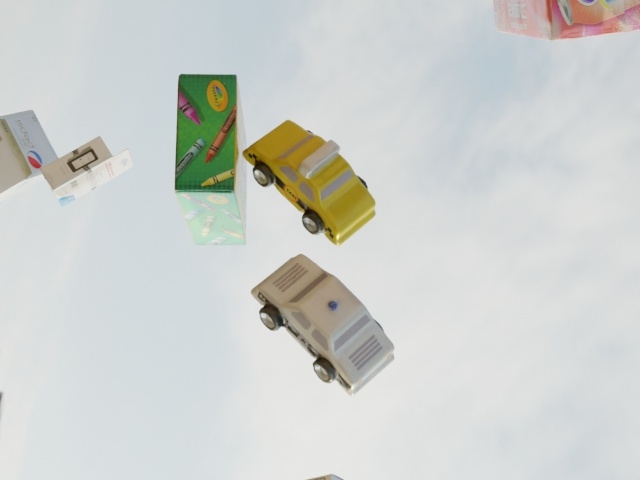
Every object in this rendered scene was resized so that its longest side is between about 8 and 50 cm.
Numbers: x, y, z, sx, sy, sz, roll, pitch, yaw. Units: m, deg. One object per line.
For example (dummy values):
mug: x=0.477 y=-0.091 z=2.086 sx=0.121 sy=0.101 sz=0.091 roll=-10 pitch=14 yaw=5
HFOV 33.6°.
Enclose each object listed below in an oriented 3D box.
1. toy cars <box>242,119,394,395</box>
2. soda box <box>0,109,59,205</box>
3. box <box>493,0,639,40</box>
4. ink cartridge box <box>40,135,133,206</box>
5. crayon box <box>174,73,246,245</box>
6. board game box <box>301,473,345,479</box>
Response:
toy cars: x=0.000 y=0.000 z=1.347 sx=0.087 sy=0.176 sz=0.393 roll=114 pitch=-26 yaw=-58
soda box: x=-0.385 y=-0.058 z=1.135 sx=0.216 sy=0.069 sz=0.074 roll=-26 pitch=-87 yaw=24
box: x=0.294 y=-0.320 z=1.233 sx=0.300 sy=0.142 sz=0.154 roll=-101 pitch=-176 yaw=-76
ink cartridge box: x=-0.229 y=-0.072 z=1.045 sx=0.028 sy=0.083 sz=0.048 roll=56 pitch=-13 yaw=13
crayon box: x=-0.149 y=-0.105 z=1.499 sx=0.278 sy=0.081 sz=0.165 roll=94 pitch=-4 yaw=-75
board game box: x=-0.048 y=0.514 z=1.564 sx=0.193 sy=0.053 sz=0.305 roll=-19 pitch=-124 yaw=24
